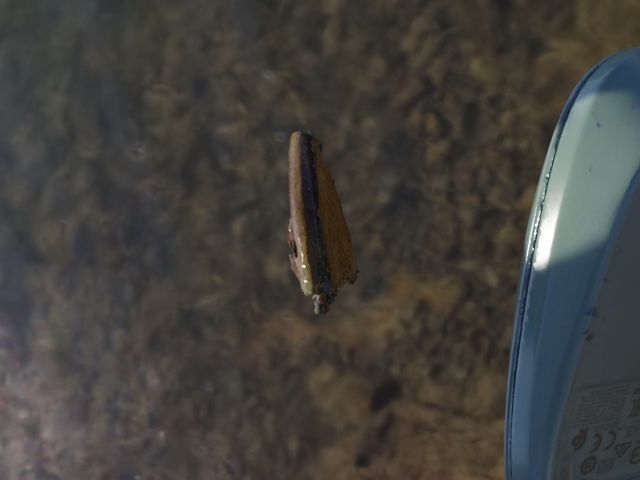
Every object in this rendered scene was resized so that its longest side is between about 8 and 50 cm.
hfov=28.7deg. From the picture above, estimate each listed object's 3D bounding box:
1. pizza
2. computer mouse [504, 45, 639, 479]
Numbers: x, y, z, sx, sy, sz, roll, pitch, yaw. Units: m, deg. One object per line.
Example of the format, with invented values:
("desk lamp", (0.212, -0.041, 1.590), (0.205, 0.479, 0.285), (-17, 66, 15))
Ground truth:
("pizza", (0.000, 0.000, 1.238), (0.052, 0.195, 0.185), (-8, 65, 11))
("computer mouse", (0.175, 0.023, 0.737), (0.097, 0.159, 0.289), (36, 124, 47))
